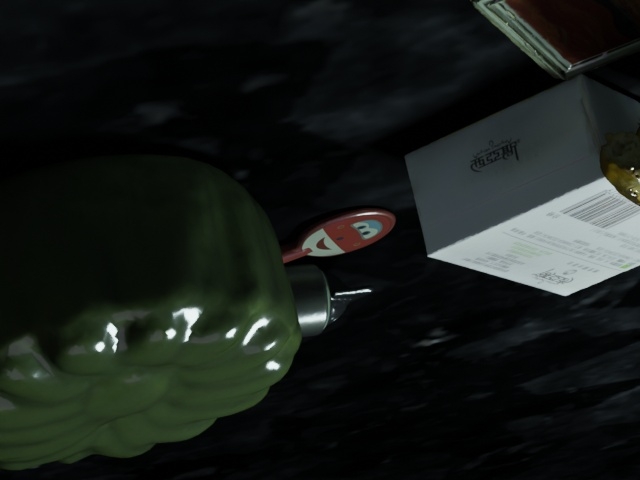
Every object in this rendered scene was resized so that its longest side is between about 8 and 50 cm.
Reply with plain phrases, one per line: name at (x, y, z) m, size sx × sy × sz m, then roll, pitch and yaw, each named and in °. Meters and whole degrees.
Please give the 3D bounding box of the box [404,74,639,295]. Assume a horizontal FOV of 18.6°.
box at (0.231, -0.044, 1.795) m, size 0.194 × 0.111 × 0.260 m, roll -24°, pitch 159°, yaw 30°

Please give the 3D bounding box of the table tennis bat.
table tennis bat at (0.000, 0.000, 1.912) m, size 0.155 × 0.019 × 0.098 m, roll -19°, pitch 160°, yaw 9°

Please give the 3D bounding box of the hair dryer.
hair dryer at (-0.078, 0.084, 2.038) m, size 0.196 × 0.078 × 0.248 m, roll -5°, pitch 168°, yaw -24°

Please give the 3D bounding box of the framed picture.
framed picture at (0.274, -0.203, 1.528) m, size 0.273 × 0.016 × 0.216 m, roll -21°, pitch 159°, yaw 21°

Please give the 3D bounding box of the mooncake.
mooncake at (-0.199, 0.072, 1.723) m, size 0.356 × 0.194 × 0.356 m, roll -12°, pitch 161°, yaw -4°

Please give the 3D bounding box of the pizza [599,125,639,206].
pizza at (0.342, -0.118, 1.629) m, size 0.223 × 0.089 × 0.323 m, roll -49°, pitch 159°, yaw 23°
